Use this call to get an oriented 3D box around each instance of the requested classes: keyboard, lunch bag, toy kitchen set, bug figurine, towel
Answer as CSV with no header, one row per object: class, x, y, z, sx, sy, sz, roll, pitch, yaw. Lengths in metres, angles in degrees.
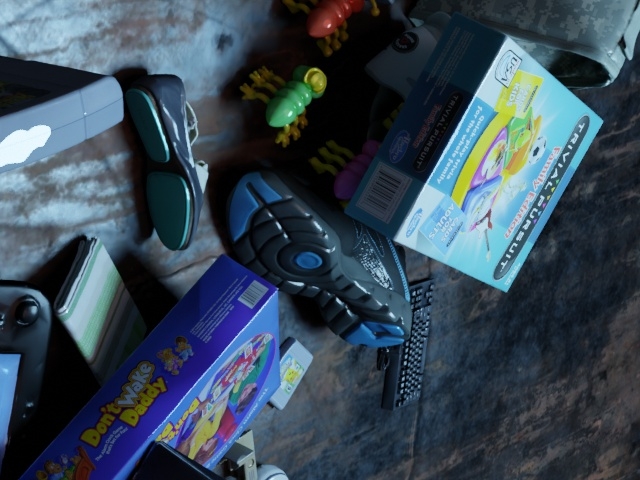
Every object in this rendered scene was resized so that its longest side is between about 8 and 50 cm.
keyboard,0.117,0.145,2.014,0.108,0.023,0.180,-11,112,-47
lunch bag,0.299,-0.320,1.833,0.169,0.287,0.235,39,73,-49
toy kitchen set,-0.107,0.277,1.761,0.083,0.068,0.075,-29,125,-40
bug figurine,0.044,-0.161,1.679,0.279,0.072,0.216,48,67,-20
towel,-0.233,0.085,1.545,0.113,0.023,0.152,-71,151,-42

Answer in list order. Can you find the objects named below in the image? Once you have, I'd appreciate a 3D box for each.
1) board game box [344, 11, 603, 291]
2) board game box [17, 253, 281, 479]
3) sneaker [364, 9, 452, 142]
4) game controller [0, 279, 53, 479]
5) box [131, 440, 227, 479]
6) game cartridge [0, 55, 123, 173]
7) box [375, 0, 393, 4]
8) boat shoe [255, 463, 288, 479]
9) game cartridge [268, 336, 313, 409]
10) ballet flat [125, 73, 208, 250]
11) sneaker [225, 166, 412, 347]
board game box,0.193,-0.092,1.729,0.253,0.079,0.336,-61,149,4
board game box,-0.177,0.210,1.576,0.347,0.078,0.233,-49,160,-26
sneaker,0.129,-0.127,1.861,0.146,0.122,0.330,-28,130,-10
game controller,-0.358,0.190,1.432,0.166,0.067,0.319,1,103,-50
box,-0.150,0.416,1.564,0.312,0.179,0.343,-54,161,-8
game cartridge,-0.324,-0.098,1.253,0.294,0.196,0.060,-25,123,-43
box,0.071,-0.421,1.705,0.183,0.056,0.231,38,75,-50
boat shoe,-0.076,0.418,1.839,0.096,0.088,0.267,14,94,-51
game cartridge,-0.045,0.166,1.835,0.056,0.017,0.083,46,69,-44
ballet flat,-0.153,-0.087,1.564,0.074,0.074,0.203,-34,126,-37
sneaker,0.000,0.000,1.770,0.341,0.125,0.139,47,41,-45
